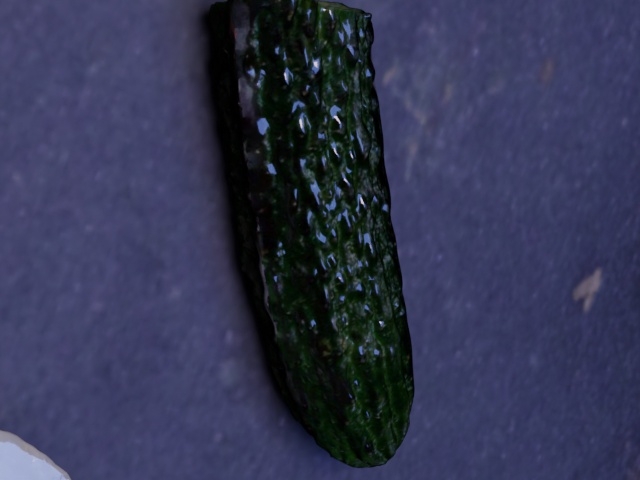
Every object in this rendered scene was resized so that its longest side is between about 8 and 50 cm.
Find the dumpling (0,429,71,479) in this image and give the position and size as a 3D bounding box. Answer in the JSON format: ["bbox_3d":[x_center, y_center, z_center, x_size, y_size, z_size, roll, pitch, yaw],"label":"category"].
[{"bbox_3d":[-0.192,0.170,0.702,0.250,0.132,0.162,-54,137,-14],"label":"dumpling"}]

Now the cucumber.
[{"bbox_3d":[-0.002,0.000,0.859,0.077,0.077,0.265,-27,123,-33],"label":"cucumber"}]
